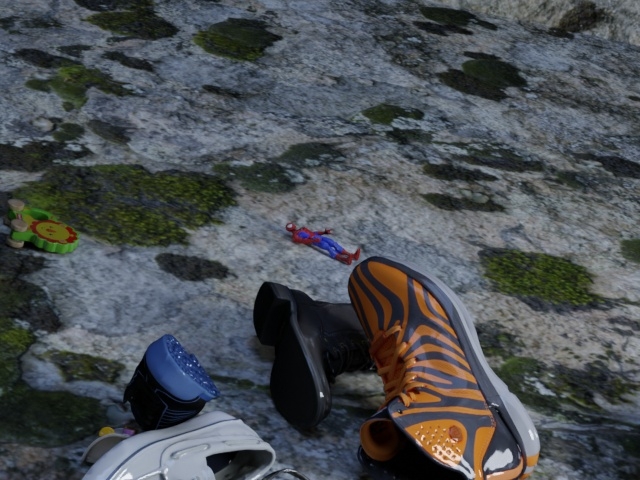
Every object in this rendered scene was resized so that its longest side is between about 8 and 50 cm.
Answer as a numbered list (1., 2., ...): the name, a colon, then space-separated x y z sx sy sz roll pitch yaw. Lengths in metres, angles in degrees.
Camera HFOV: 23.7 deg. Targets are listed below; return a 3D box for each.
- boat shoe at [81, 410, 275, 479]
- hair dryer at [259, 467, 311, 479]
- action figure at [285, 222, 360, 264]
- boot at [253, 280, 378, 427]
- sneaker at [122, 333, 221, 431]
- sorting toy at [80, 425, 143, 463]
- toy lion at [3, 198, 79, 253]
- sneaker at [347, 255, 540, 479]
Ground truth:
1. boat shoe: -0.143 0.240 1.539 0.084 0.095 0.258 23 29 30
2. hair dryer: 0.011 0.322 1.497 0.224 0.080 0.293 3 17 17
3. action figure: 0.000 0.000 2.164 0.115 0.030 0.038 21 32 22
4. boot: 0.050 0.136 1.848 0.229 0.091 0.263 11 32 -22
5. sneaker: -0.163 0.160 1.596 0.081 0.090 0.232 54 -4 12
6. sorting toy: -0.207 0.217 1.632 0.083 0.045 0.075 12 7 0
7. toy lion: -0.371 -0.015 2.034 0.096 0.034 0.100 10 25 -21
8. sneaker: 0.096 0.155 1.709 0.180 0.124 0.321 -15 56 -40
